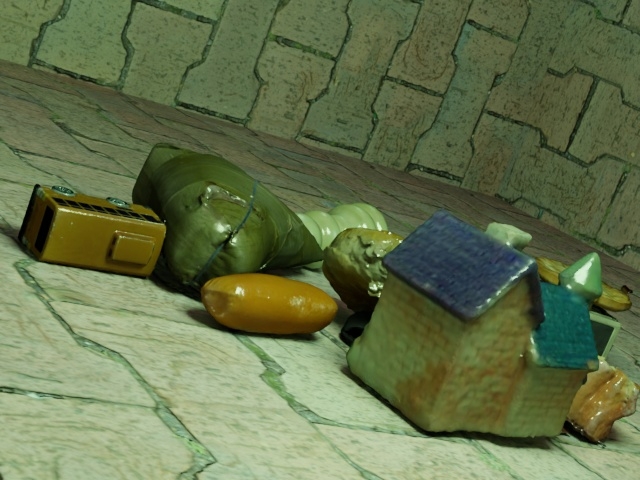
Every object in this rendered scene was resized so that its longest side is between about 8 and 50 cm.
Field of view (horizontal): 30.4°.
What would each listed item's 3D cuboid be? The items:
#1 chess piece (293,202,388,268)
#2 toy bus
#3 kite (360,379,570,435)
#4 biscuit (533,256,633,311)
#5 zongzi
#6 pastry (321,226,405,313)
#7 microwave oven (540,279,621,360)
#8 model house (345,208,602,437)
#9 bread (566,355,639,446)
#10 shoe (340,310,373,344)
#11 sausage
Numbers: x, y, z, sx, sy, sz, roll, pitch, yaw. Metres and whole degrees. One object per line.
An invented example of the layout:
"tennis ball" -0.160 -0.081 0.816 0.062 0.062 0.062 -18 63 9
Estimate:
"chess piece" 0.000 0.000 2.264 0.144 0.144 0.251 29 20 35
"toy bus" -0.333 -0.012 1.759 0.201 0.098 0.114 11 16 -37
"kite" 0.216 0.240 1.757 0.360 0.022 0.204 11 15 -38
"biscuit" 0.497 0.081 2.256 0.203 0.041 0.260 18 10 2
"zongzi" -0.105 0.014 1.940 0.393 0.174 0.356 29 13 -26
"pastry" 0.113 0.076 1.942 0.257 0.120 0.236 32 -17 -16
"microwave oven" 0.408 0.150 2.227 0.241 0.145 0.194 17 15 -18
"model house" 0.244 0.107 1.681 0.312 0.280 0.245 8 17 -37
"bread" 0.397 0.221 1.893 0.244 0.123 0.190 38 4 40
"shoe" 0.070 0.137 1.911 0.062 0.053 0.159 24 8 0
"sausage" -0.075 0.095 1.743 0.238 0.098 0.098 12 14 -45
